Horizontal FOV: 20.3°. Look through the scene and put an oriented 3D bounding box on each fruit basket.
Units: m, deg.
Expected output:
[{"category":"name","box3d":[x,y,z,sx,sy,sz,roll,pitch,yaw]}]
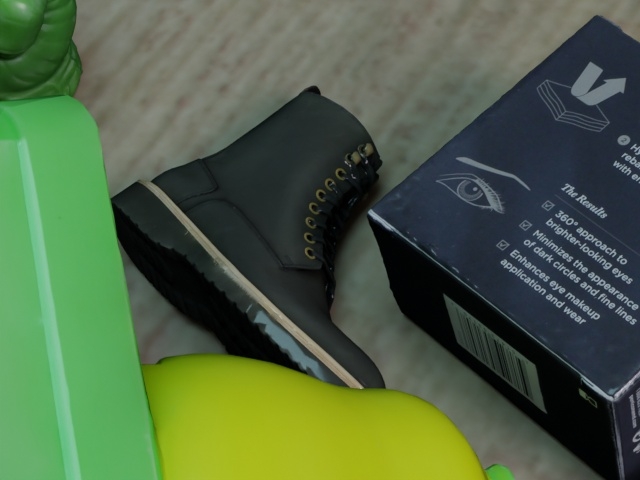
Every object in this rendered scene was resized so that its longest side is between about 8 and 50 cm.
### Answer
[{"category":"fruit basket","box3d":[-0.115,0.139,0.723,0.283,0.392,0.392,-29,44,37]}]

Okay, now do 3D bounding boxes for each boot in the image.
[{"category":"boot","box3d":[0.000,0.000,0.888,0.137,0.077,0.198,-35,55,-18]}]

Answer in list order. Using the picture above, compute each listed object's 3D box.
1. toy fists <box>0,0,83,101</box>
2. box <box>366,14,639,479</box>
[{"category":"toy fists","box3d":[-0.272,-0.105,0.984,0.279,0.142,0.096,-11,53,6]},{"category":"box","box3d":[0.136,0.003,0.835,0.158,0.093,0.156,-40,55,-15]}]
